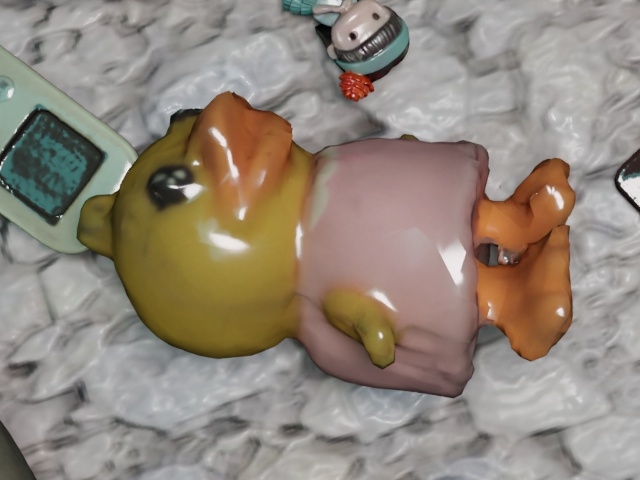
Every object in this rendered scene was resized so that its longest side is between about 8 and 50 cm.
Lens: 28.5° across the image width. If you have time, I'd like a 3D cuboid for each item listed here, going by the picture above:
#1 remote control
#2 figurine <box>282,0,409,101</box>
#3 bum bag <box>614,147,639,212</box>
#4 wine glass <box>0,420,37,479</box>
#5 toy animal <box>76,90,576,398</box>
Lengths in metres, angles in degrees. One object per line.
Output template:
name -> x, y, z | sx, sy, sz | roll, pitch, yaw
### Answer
remote control -> -0.251, -0.105, 0.808 | 0.309, 0.038, 0.090 | 37, 89, 3
figurine -> 0.009, -0.142, 0.797 | 0.060, 0.047, 0.106 | -40, 84, -9
bum bag -> 0.272, -0.016, 0.793 | 0.109, 0.026, 0.159 | -41, 81, -1
wine glass -> -0.243, 0.247, 0.694 | 0.238, 0.238, 0.323 | -16, 89, 1
toy animal -> -0.003, 0.003, 0.738 | 0.281, 0.195, 0.169 | 14, 127, -1
